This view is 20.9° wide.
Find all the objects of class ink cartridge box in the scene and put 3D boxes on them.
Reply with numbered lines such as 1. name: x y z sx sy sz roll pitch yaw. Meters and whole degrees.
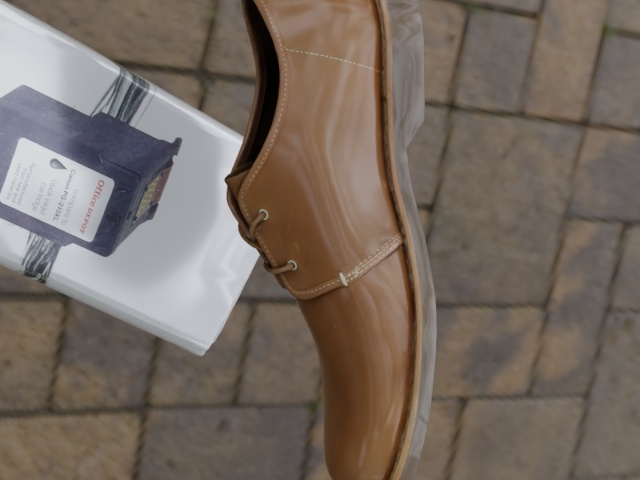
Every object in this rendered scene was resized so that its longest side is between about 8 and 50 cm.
1. ink cartridge box: -0.153 -0.056 0.771 0.237 0.172 0.100 28 91 -36

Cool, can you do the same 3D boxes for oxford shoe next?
1. oxford shoe: 0.000 0.000 0.676 0.076 0.076 0.212 -4 88 -20
